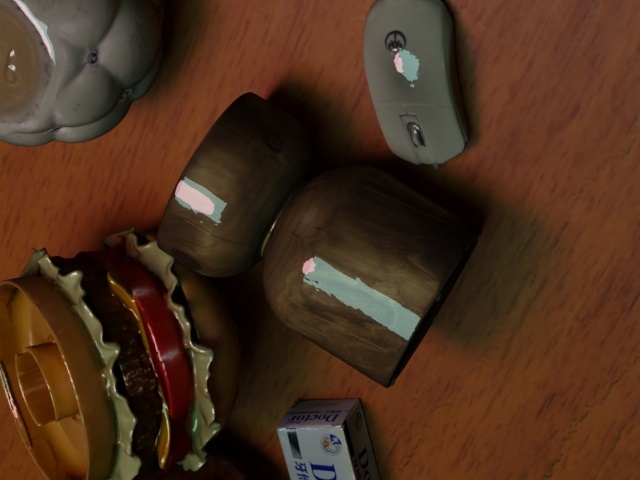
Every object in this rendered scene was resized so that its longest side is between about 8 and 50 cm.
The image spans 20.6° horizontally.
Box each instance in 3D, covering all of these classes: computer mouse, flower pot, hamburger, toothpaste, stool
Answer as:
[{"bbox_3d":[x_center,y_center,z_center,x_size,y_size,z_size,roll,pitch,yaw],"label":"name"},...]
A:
[{"bbox_3d":[0.086,-0.143,1.650,0.089,0.056,0.182,1,116,30],"label":"computer mouse"},{"bbox_3d":[-0.269,-0.209,1.697,0.246,0.195,0.246,11,119,21],"label":"flower pot"},{"bbox_3d":[-0.195,0.118,1.803,0.274,0.212,0.274,41,141,44],"label":"hamburger"},{"bbox_3d":[0.035,0.332,1.911,0.081,0.067,0.337,-5,113,24],"label":"toothpaste"},{"bbox_3d":[0.000,0.000,1.687,0.264,0.179,0.179,32,124,8],"label":"stool"}]

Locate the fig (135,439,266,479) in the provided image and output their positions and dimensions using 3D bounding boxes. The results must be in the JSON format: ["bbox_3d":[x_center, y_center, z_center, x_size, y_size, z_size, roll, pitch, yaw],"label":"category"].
[{"bbox_3d":[-0.158,0.355,1.953,0.190,0.190,0.290,24,123,13],"label":"fig"}]
